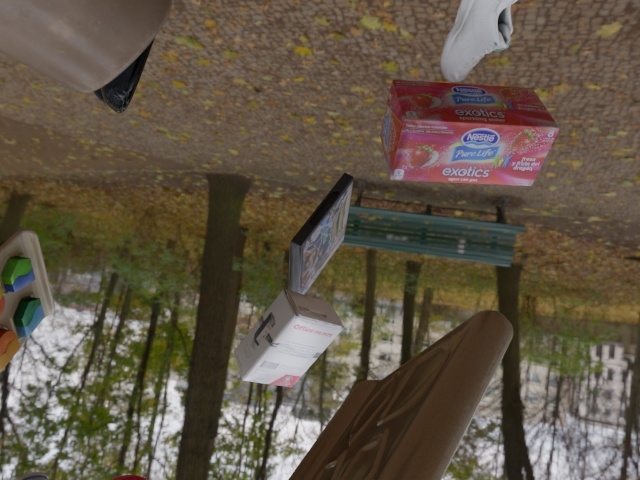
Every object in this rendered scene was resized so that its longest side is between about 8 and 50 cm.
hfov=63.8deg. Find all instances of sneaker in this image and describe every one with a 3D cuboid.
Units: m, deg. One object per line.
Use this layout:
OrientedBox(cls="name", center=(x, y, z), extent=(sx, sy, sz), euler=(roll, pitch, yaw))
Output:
OrientedBox(cls="sneaker", center=(0.259, -0.323, 0.826), extent=(0.094, 0.080, 0.212), euler=(40, 160, 18))

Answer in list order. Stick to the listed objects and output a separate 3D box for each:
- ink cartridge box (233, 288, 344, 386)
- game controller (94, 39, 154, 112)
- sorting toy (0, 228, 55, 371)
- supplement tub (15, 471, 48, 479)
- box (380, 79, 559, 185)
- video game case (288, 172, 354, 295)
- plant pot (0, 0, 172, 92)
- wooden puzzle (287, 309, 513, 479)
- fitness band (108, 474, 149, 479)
OrientedBox(cls="ink cartridge box", center=(-0.075, 0.231, 1.202), extent=(0.158, 0.218, 0.092), euler=(22, -154, -41))
OrientedBox(cls="game controller", center=(-0.255, -0.345, 0.759), extent=(0.067, 0.320, 0.166), euler=(16, -170, -41))
OrientedBox(cls="sorting toy", center=(-0.505, 0.111, 0.826), extent=(0.038, 0.193, 0.208), euler=(11, -146, 5))
OrientedBox(cls="supplement tub", center=(-0.611, 0.557, 1.091), extent=(0.071, 0.071, 0.107), euler=(14, -153, -42))
OrientedBox(cls="box", center=(0.240, -0.181, 0.868), extent=(0.256, 0.128, 0.123), euler=(2, 135, -6))
OrientedBox(cls="video game case", center=(0.000, 0.000, 1.313), extent=(0.035, 0.248, 0.275), euler=(28, 148, 14))
OrientedBox(cls="plant pot", center=(-0.282, -0.276, 0.508), extent=(0.262, 0.263, 0.229), euler=(1, 148, 43))
OrientedBox(cls="wooden puzzle", center=(0.078, 0.264, 0.639), extent=(0.080, 0.322, 0.348), euler=(43, 142, 2))
OrientedBox(cls="fitness band", center=(-0.307, 0.441, 0.653), extent=(0.208, 0.291, 0.054), euler=(-19, 118, 35))
